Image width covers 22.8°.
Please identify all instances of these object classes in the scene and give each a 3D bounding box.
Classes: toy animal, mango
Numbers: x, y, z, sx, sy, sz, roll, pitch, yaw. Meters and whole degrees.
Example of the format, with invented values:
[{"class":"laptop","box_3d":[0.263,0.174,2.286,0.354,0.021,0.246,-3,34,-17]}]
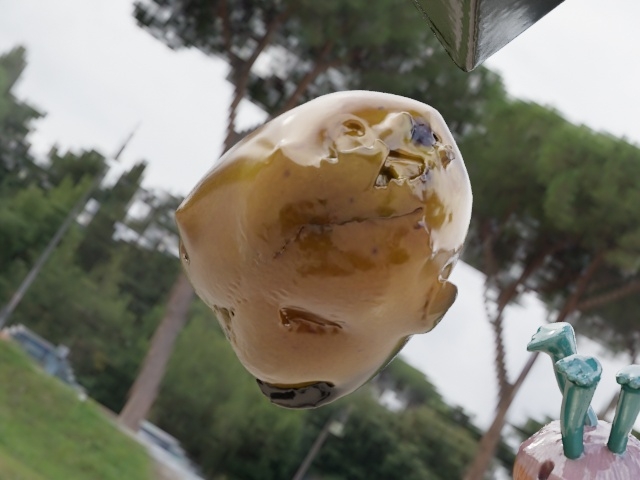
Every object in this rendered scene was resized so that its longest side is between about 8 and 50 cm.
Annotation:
[{"class":"toy animal","box_3d":[0.110,0.147,0.786,0.103,0.208,0.100,12,13,19]},{"class":"mango","box_3d":[0.000,0.000,1.153,0.201,0.152,0.287,19,-37,-22]}]

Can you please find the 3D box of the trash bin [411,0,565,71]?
[{"class":"trash bin","box_3d":[0.101,-0.205,0.624,0.165,0.225,0.115,54,-7,18]}]
